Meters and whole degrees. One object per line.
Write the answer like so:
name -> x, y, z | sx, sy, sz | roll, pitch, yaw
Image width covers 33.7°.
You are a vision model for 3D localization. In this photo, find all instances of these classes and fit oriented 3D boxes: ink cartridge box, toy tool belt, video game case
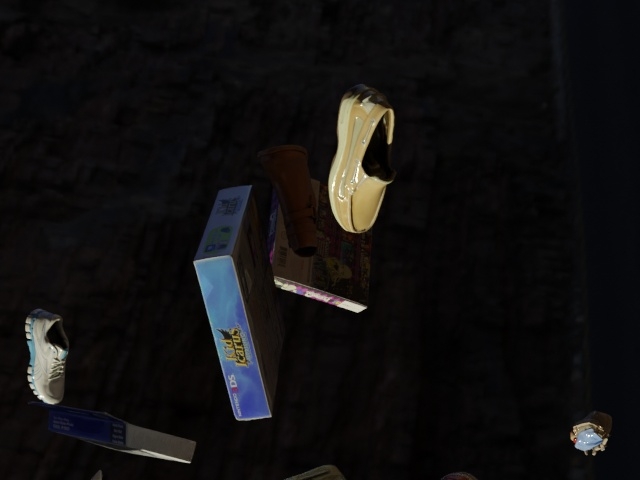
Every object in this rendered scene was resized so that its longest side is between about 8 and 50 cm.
ink cartridge box -> -0.375, 0.342, 1.878 | 0.224, 0.223, 0.045 | 31, -113, -45
toy tool belt -> 0.390, 0.286, 1.532 | 0.083, 0.052, 0.051 | 123, 159, -48
video game case -> 0.000, 0.000, 1.998 | 0.042, 0.210, 0.232 | -36, 43, 52
video game case -> -0.115, 0.088, 1.581 | 0.244, 0.061, 0.269 | -81, -18, -64

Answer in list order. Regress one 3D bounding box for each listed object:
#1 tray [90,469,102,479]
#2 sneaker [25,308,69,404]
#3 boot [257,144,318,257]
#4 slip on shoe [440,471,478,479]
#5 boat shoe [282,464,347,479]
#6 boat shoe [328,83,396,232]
tray -> -0.455, 0.505, 1.787 | 0.270, 0.030, 0.145 | -50, 0, -19
sneaker -> -0.521, 0.229, 2.052 | 0.071, 0.083, 0.190 | -18, -75, -51
boot -> -0.042, -0.062, 1.681 | 0.197, 0.073, 0.152 | 39, -139, -68
slip on shoe -> 0.259, 0.560, 1.776 | 0.101, 0.123, 0.331 | -14, -95, -54
boat shoe -> -0.086, 0.445, 1.687 | 0.094, 0.302, 0.109 | -124, 29, -46
boat shoe -> 0.053, -0.080, 1.204 | 0.072, 0.068, 0.190 | 39, 143, 40
